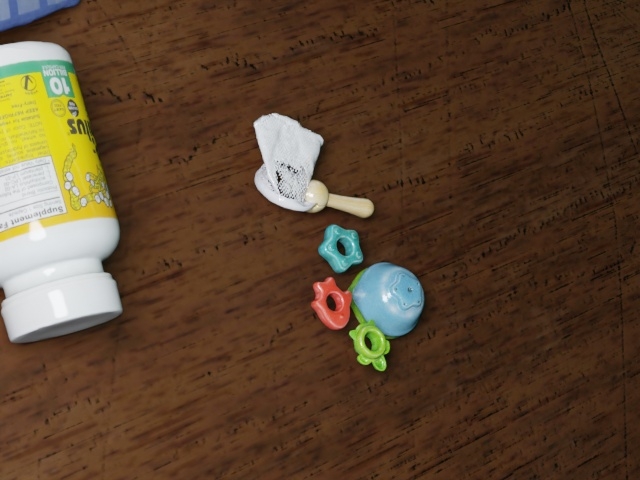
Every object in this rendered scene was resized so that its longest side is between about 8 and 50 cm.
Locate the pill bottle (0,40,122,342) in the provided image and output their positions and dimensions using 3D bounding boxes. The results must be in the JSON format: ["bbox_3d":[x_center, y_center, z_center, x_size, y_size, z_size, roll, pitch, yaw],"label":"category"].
[{"bbox_3d":[-0.218,-0.034,1.411,0.118,0.118,0.208,-10,80,-39],"label":"pill bottle"}]

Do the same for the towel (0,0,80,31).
[{"bbox_3d":[-0.237,-0.306,1.426,0.209,0.034,0.285,-42,133,-67],"label":"towel"}]

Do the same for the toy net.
[{"bbox_3d":[0.000,0.000,1.616,0.232,0.045,0.122,53,53,-8],"label":"toy net"}]
